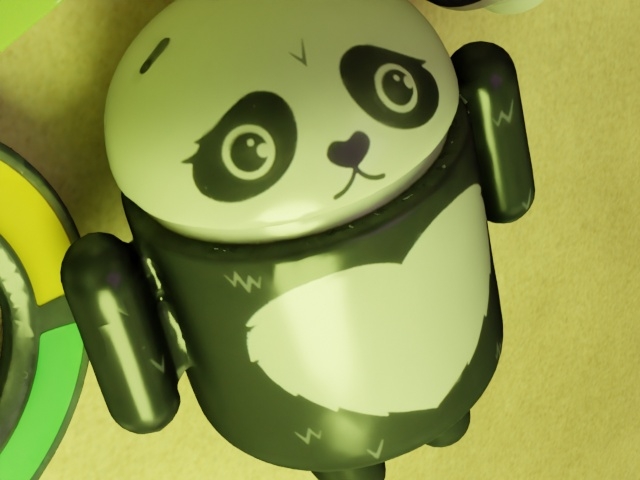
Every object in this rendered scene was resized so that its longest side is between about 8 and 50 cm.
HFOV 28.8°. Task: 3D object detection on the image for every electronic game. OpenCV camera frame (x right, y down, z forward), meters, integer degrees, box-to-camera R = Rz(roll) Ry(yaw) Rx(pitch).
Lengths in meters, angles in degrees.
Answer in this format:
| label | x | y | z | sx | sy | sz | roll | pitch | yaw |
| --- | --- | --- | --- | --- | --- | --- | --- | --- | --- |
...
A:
| label | x | y | z | sx | sy | sz | roll | pitch | yaw |
| --- | --- | --- | --- | --- | --- | --- | --- | --- | --- |
| electronic game | -0.193 | 0.057 | 0.527 | 0.229 | 0.048 | 0.229 | -23 | 123 | -41 |

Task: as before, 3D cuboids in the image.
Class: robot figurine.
| label | x | y | z | sx | sy | sz | roll | pitch | yaw |
| --- | --- | --- | --- | --- | --- | --- | --- | --- | --- |
| robot figurine | 0.000 | 0.002 | 0.618 | 0.209 | 0.174 | 0.278 | -63 | 147 | -45 |

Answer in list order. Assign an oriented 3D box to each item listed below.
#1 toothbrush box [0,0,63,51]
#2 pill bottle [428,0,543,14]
| label | x | y | z | sx | sy | sz | roll | pitch | yaw |
| --- | --- | --- | --- | --- | --- | --- | --- | --- | --- |
| toothbrush box | -0.227 | -0.059 | 0.314 | 0.283 | 0.206 | 0.122 | -46 | 136 | -25 |
| pill bottle | 0.066 | -0.179 | 0.674 | 0.169 | 0.094 | 0.094 | 13 | 97 | -50 |
